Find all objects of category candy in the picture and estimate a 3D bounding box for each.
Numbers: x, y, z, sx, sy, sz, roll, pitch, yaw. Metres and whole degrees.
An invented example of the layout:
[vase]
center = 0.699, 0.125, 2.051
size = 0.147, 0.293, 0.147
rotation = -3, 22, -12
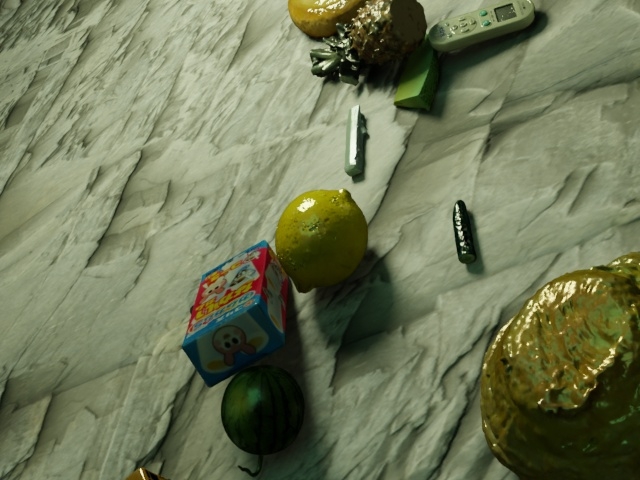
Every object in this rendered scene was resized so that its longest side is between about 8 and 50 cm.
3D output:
[candy]
center = -0.146, 0.122, 1.467
size = 0.157, 0.100, 0.306
rotation = -29, 19, 10

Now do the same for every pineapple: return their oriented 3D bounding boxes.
[pineapple]
center = 0.090, -0.430, 1.787
size = 0.310, 0.141, 0.170
rotation = -11, 66, 53

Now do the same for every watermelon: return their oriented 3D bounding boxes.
[watermelon]
center = -0.099, 0.303, 1.366
size = 0.140, 0.140, 0.187
rotation = 19, 107, 42

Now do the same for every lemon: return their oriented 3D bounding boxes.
[lemon]
center = 0.000, 0.000, 1.500
size = 0.173, 0.173, 0.206
rotation = 9, 78, 39

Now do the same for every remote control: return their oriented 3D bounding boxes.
[remote control]
center = 0.333, -0.442, 1.680
size = 0.221, 0.042, 0.078
rotation = -14, 49, 12

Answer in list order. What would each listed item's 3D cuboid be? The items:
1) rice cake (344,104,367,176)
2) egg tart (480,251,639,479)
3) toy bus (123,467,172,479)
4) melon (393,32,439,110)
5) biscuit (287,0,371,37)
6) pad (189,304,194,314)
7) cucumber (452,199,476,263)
[rice cake]
center = 0.075, -0.211, 1.707
size = 0.042, 0.030, 0.180
rotation = -19, 48, 29
[egg tart]
center = 0.372, 0.179, 1.120
size = 0.351, 0.153, 0.340
rotation = -27, 49, 16
[toy bus]
center = -0.272, 0.486, 1.351
size = 0.098, 0.114, 0.201
rotation = -42, 44, 1
[melon]
center = 0.207, -0.366, 1.741
size = 0.114, 0.053, 0.262
rotation = -29, 38, 39
[biscuit]
center = 0.024, -0.599, 2.000
size = 0.274, 0.091, 0.213
rotation = 28, 74, 42
[pad]
center = -0.202, 0.156, 1.637
size = 0.112, 0.003, 0.157
rotation = -37, 44, 6
[cucumber]
center = 0.251, -0.021, 1.438
size = 0.032, 0.032, 0.133
rotation = -19, 49, 22
